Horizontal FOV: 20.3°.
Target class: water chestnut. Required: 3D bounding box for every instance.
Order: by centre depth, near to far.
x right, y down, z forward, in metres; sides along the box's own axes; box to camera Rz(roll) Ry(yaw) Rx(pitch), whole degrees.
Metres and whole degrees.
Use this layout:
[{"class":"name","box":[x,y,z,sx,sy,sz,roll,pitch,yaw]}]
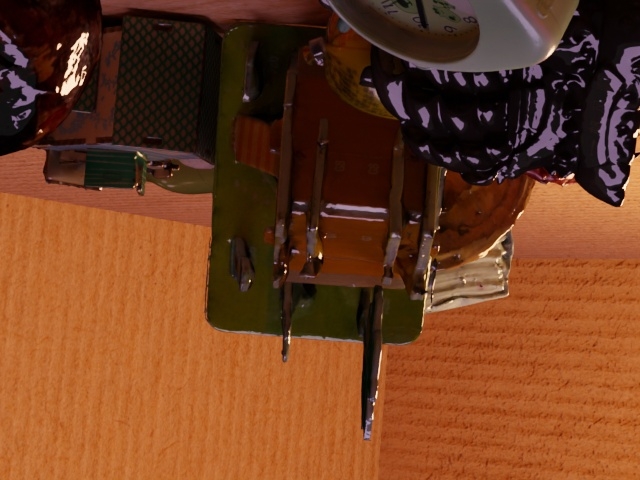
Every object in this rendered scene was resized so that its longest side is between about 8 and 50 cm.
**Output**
[{"class":"water chestnut","box":[-0.255,-0.183,1.309,0.224,0.238,0.223,32,152,19]}]

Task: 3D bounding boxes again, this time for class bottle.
[{"class":"bottle","box":[-0.169,-0.116,2.348,0.112,0.112,0.260,8,174,-39]}]

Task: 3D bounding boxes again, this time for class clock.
[{"class":"clock","box":[0.064,-0.190,1.255,0.211,0.066,0.159,3,144,47]}]

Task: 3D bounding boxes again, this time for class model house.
[{"class":"model house","box":[0.000,0.000,1.677,0.242,0.357,0.313,7,-161,1]},{"class":"model house","box":[-0.186,-0.137,1.812,0.206,0.178,0.271,-2,168,45]}]

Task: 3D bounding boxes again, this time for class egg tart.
[{"class":"egg tart","box":[0.086,-0.088,1.927,0.291,0.291,0.107,4,143,9]}]

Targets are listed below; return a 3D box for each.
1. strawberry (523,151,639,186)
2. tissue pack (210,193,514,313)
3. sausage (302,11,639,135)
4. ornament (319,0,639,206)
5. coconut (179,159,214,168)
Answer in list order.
[{"class":"strawberry","box":[0.223,-0.141,1.840,0.236,0.106,0.175,9,-148,-27]},{"class":"tissue pack","box":[0.039,-0.014,2.326,0.287,0.162,0.388,-10,-164,-19]},{"class":"sausage","box":[0.158,-0.154,1.536,0.347,0.123,0.123,5,175,-12]},{"class":"ornament","box":[0.125,-0.140,1.407,0.260,0.106,0.251,5,139,5]},{"class":"coconut","box":[-0.139,-0.141,2.140,0.110,0.110,0.124,6,172,-20]}]
